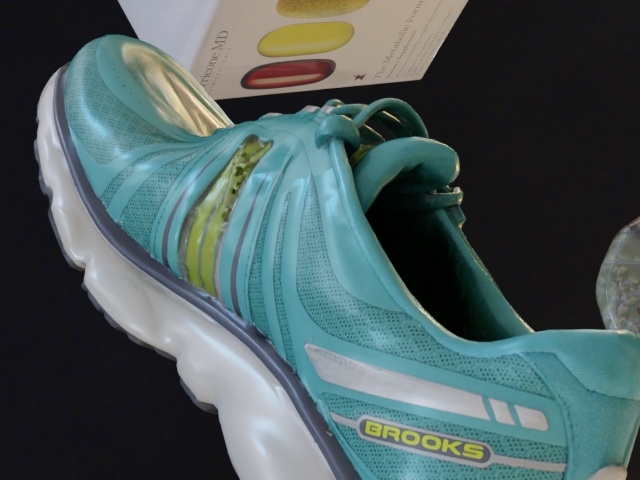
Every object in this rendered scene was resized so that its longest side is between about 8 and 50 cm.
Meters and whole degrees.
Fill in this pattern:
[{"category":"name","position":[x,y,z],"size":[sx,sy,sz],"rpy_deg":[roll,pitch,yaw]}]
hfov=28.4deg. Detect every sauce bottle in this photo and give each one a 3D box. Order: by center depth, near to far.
[{"category":"sauce bottle","position":[0.276,0.029,0.869],"size":[0.111,0.111,0.344],"rpy_deg":[62,-159,13]}]

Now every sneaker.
[{"category":"sneaker","position":[0.000,0.000,0.416],"size":[0.107,0.110,0.275],"rpy_deg":[7,-152,-45]}]

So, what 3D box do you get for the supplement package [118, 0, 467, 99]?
[{"category":"supplement package","position":[-0.017,-0.209,1.003],"size":[0.244,0.139,0.134],"rpy_deg":[-11,-123,-34]}]
